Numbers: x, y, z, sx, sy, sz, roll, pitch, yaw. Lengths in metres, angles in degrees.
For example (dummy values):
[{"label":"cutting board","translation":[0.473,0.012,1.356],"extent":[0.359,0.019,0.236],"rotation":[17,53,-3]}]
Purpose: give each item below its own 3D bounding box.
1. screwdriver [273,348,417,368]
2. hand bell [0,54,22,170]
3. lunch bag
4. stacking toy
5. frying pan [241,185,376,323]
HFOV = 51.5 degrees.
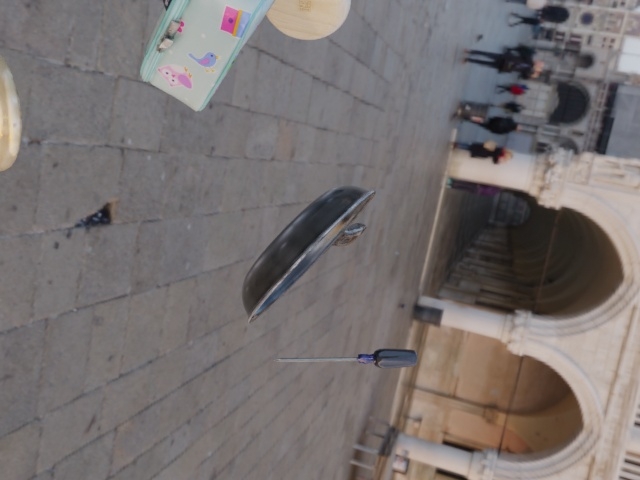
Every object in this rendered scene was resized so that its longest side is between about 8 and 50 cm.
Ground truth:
[{"label":"screwdriver","translation":[0.030,0.136,0.774],"extent":[0.025,0.170,0.024],"rotation":[-97,-169,-62]},{"label":"hand bell","translation":[-0.410,-0.110,0.580],"extent":[0.242,0.126,0.126],"rotation":[-16,121,-47]},{"label":"lunch bag","translation":[-0.126,-0.307,0.835],"extent":[0.224,0.108,0.279],"rotation":[-39,-154,46]},{"label":"stacking toy","translation":[-0.003,-0.488,1.116],"extent":[0.141,0.141,0.330],"rotation":[84,12,-51]},{"label":"frying pan","translation":[0.014,-0.017,0.767],"extent":[0.197,0.053,0.326],"rotation":[-50,175,39]}]
